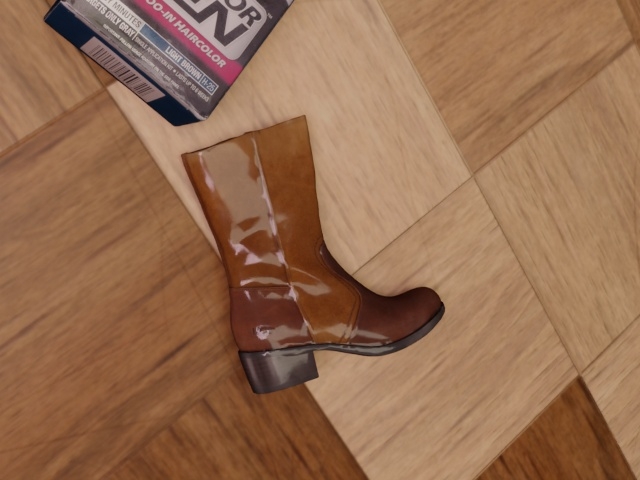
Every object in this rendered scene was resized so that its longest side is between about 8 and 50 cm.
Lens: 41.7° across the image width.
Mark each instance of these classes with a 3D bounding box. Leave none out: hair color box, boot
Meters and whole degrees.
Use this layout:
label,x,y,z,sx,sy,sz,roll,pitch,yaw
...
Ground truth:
label,x,y,z,sx,sy,sz,roll,pitch,yaw
hair color box,-0.099,-0.304,0.851,0.174,0.105,0.347,39,76,-24
boot,0.000,0.000,0.951,0.264,0.096,0.280,-15,93,-17
